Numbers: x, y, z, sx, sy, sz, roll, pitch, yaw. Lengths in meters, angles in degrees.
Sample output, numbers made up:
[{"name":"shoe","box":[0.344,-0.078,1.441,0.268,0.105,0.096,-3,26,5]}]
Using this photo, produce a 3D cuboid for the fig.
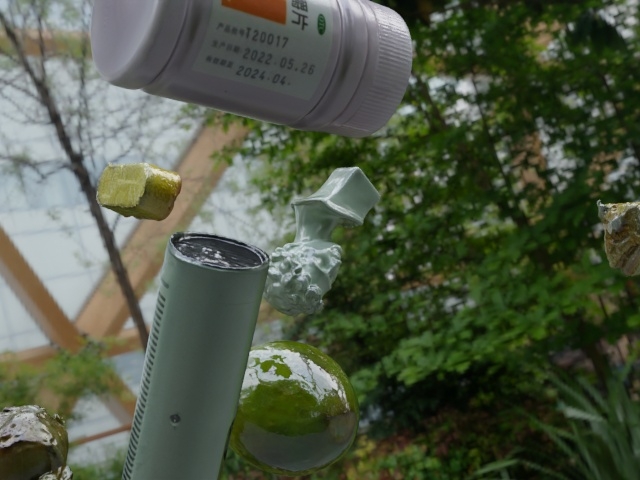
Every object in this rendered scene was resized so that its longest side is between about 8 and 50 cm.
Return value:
[{"name":"fig","box":[-0.037,0.223,1.244,0.191,0.181,0.181,5,8,44]}]

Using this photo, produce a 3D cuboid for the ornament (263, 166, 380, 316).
[{"name":"ornament","box":[-0.009,-0.004,1.566,0.120,0.285,0.130,36,-30,-23]}]

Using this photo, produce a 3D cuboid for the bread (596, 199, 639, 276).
[{"name":"bread","box":[0.527,-0.018,1.455,0.147,0.127,0.152,-5,-9,-25]}]

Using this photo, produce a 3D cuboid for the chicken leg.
[{"name":"chicken leg","box":[-0.399,0.345,1.226,0.140,0.211,0.361,-5,-44,-26]}]

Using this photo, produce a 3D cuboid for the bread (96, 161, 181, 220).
[{"name":"bread","box":[-0.347,-0.093,1.808,0.094,0.102,0.245,20,-10,-34]}]

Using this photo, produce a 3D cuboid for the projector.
[{"name":"projector","box":[-0.138,0.163,0.977,0.108,0.337,0.108,12,16,-4]}]

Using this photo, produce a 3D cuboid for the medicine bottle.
[{"name":"medicine bottle","box":[-0.054,-0.168,0.794,0.250,0.133,0.133,10,-26,-37]}]
